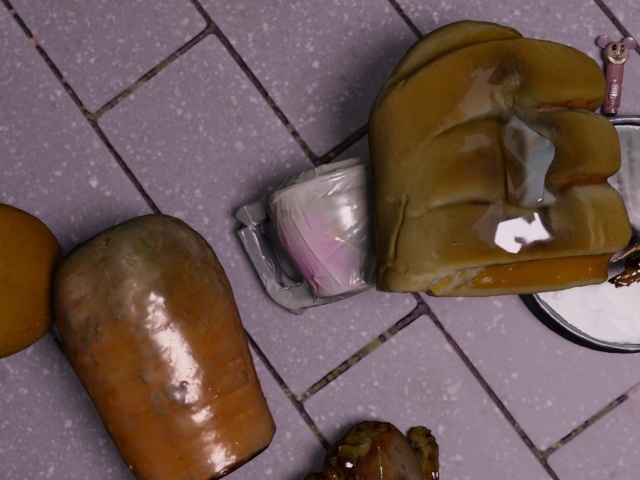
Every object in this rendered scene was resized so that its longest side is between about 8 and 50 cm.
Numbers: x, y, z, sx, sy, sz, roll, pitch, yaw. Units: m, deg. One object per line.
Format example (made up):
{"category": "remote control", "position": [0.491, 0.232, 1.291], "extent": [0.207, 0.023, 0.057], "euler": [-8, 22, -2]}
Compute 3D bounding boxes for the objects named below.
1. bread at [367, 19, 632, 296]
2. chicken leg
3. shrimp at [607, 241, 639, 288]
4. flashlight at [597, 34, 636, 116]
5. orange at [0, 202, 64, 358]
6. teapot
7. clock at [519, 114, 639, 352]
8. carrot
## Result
{"category": "bread", "position": [0.211, -0.103, 1.027], "extent": [0.301, 0.210, 0.341], "euler": [2, 81, -12]}
{"category": "chicken leg", "position": [0.057, 0.412, 1.121], "extent": [0.212, 0.140, 0.360], "euler": [2, 82, -3]}
{"category": "shrimp", "position": [0.477, 0.027, 1.085], "extent": [0.249, 0.068, 0.150], "euler": [-9, 88, -1]}
{"category": "flashlight", "position": [0.396, -0.223, 1.190], "extent": [0.052, 0.031, 0.110], "euler": [6, 86, 6]}
{"category": "orange", "position": [-0.445, 0.053, 1.153], "extent": [0.237, 0.236, 0.236], "euler": [0, 86, 5]}
{"category": "teapot", "position": [0.000, 0.000, 1.148], "extent": [0.222, 0.163, 0.178], "euler": [-17, 89, 5]}
{"category": "clock", "position": [0.401, -0.009, 1.158], "extent": [0.319, 0.066, 0.318], "euler": [-1, 85, 6]}
{"category": "carrot", "position": [-0.197, 0.145, 1.126], "extent": [0.224, 0.224, 0.340], "euler": [-26, 87, 3]}
